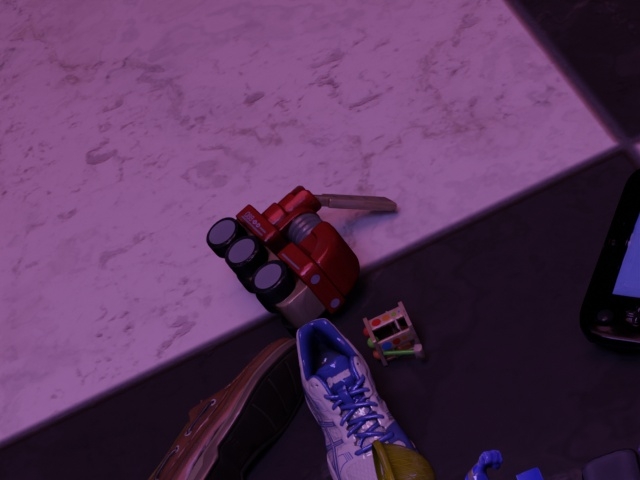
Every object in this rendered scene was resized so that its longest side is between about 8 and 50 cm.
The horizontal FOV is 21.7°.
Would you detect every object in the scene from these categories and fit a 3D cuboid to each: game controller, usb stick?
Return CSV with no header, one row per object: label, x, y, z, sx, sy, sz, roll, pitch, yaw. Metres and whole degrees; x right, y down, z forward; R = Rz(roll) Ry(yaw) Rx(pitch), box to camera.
game controller,0.447,0.021,2.151,0.166,0.067,0.319,1,46,30
usb stick,0.347,0.346,1.854,0.077,0.045,0.278,-16,40,11

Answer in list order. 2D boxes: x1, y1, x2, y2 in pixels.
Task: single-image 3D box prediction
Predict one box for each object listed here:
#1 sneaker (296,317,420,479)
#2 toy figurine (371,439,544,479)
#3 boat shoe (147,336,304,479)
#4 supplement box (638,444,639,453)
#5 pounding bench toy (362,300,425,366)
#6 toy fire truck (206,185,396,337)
sneaker,0.034,0.218,2.103,0.112,0.131,0.296,-28,40,-6
toy figurine,0.198,0.328,1.815,0.217,0.191,0.362,-24,26,2
boat shoe,-0.126,0.239,2.180,0.104,0.111,0.307,12,52,36
supplement box,0.460,0.194,1.911,0.111,0.114,0.220,4,48,33
pounding bench toy,0.098,0.136,2.222,0.065,0.052,0.083,-25,39,1
toy fire truck,0.000,0.000,2.377,0.246,0.158,0.217,-43,40,-5
